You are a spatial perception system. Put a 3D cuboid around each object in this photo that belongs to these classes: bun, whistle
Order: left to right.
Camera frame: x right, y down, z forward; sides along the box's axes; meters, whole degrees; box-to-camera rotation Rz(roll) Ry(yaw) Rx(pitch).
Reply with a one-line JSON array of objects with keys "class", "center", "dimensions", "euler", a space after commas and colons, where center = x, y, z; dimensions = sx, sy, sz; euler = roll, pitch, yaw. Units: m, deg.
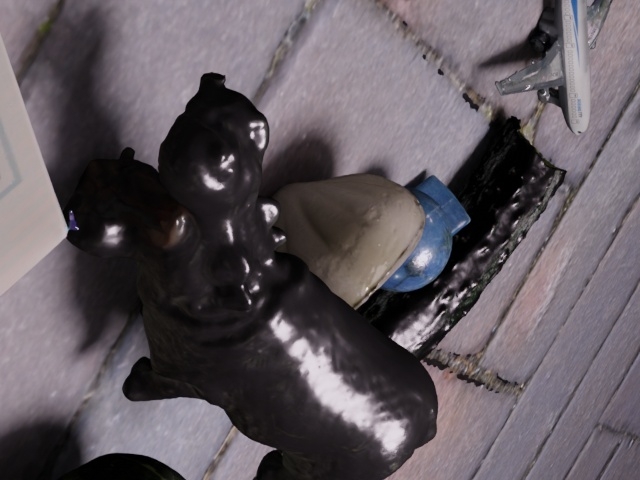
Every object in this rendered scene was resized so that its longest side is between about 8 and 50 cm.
[{"class": "bun", "center": [0.000, 0.000, 1.003], "dimensions": [0.138, 0.094, 0.138], "euler": [-45, -173, 7]}, {"class": "whistle", "center": [0.073, -0.010, 1.121], "dimensions": [0.158, 0.090, 0.090], "euler": [-38, 147, -36]}]

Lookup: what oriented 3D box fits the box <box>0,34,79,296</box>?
[{"class": "box", "center": [-0.198, -0.058, 0.591], "dimensions": [0.135, 0.079, 0.269], "euler": [-44, 150, -27]}]

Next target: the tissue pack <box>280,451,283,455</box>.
[{"class": "tissue pack", "center": [-0.023, 0.207, 1.239], "dimensions": [0.083, 0.035, 0.063], "euler": [-52, 153, -19]}]

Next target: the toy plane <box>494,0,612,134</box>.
[{"class": "toy plane", "center": [0.217, -0.174, 1.234], "dimensions": [0.226, 0.058, 0.226], "euler": [-47, 155, -26]}]

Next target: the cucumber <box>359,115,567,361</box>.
[{"class": "cucumber", "center": [0.105, 0.028, 1.230], "dimensions": [0.081, 0.072, 0.303], "euler": [44, 74, -19]}]

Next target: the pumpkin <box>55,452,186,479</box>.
[{"class": "pumpkin", "center": [-0.149, 0.205, 0.900], "dimensions": [0.167, 0.167, 0.125], "euler": [-28, 97, -47]}]

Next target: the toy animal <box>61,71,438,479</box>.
[{"class": "toy animal", "center": [-0.051, 0.046, 0.862], "dimensions": [0.343, 0.168, 0.106], "euler": [55, 37, -44]}]
